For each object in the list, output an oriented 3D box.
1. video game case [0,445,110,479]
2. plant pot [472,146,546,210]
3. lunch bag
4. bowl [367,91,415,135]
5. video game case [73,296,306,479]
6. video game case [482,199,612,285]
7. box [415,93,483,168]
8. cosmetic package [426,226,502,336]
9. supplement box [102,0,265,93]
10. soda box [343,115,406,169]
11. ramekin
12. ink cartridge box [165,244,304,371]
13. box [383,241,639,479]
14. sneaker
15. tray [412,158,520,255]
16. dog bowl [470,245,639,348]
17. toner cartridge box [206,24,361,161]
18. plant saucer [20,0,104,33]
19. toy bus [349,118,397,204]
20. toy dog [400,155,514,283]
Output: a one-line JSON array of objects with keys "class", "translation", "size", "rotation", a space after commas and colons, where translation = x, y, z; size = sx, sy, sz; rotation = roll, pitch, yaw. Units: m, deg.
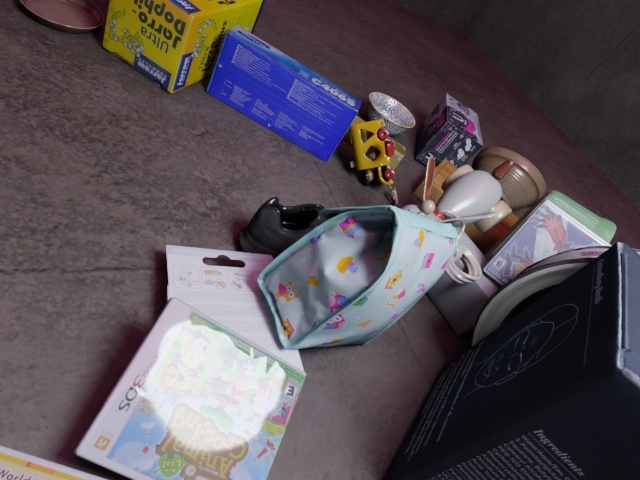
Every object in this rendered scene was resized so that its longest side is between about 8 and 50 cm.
[{"class": "video game case", "translation": [-0.328, 0.288, 0.375], "size": [0.227, 0.026, 0.206], "rotation": [25, 40, -11]}, {"class": "plant pot", "translation": [0.557, -0.167, 1.355], "size": [0.237, 0.237, 0.110], "rotation": [42, 79, 7]}, {"class": "lunch bag", "translation": [0.072, 0.045, 0.677], "size": [0.223, 0.262, 0.160], "rotation": [12, 42, -51]}, {"class": "bowl", "translation": [0.207, -0.386, 1.386], "size": [0.170, 0.080, 0.170], "rotation": [20, 42, -19]}, {"class": "video game case", "translation": [-0.138, 0.203, 0.529], "size": [0.212, 0.023, 0.193], "rotation": [35, 56, -16]}, {"class": "video game case", "translation": [0.457, 0.053, 0.845], "size": [0.201, 0.183, 0.023], "rotation": [40, 16, 13]}, {"class": "box", "translation": [0.417, -0.345, 1.428], "size": [0.142, 0.163, 0.247], "rotation": [30, 39, -10]}, {"class": "cosmetic package", "translation": [0.292, 0.072, 0.955], "size": [0.107, 0.127, 0.238], "rotation": [-13, 61, -41]}, {"class": "supplement box", "translation": [-0.320, -0.541, 1.072], "size": [0.194, 0.195, 0.356], "rotation": [34, 40, -2]}, {"class": "soda box", "translation": [0.155, -0.283, 1.264], "size": [0.181, 0.058, 0.061], "rotation": [30, 40, -6]}, {"class": "ramekin", "translation": [0.495, 0.029, 1.008], "size": [0.148, 0.303, 0.303], "rotation": [44, 40, 14]}, {"class": "ink cartridge box", "translation": [-0.141, 0.117, 0.665], "size": [0.189, 0.066, 0.232], "rotation": [7, 38, -30]}, {"class": "box", "translation": [0.319, 0.243, 0.591], "size": [0.212, 0.395, 0.293], "rotation": [43, 40, 10]}, {"class": "sneaker", "translation": [0.000, 0.000, 0.815], "size": [0.286, 0.130, 0.109], "rotation": [11, 43, -29]}, {"class": "tray", "translation": [0.474, -0.059, 1.257], "size": [0.411, 0.076, 0.203], "rotation": [42, 40, 6]}, {"class": "dog bowl", "translation": [0.482, 0.190, 0.740], "size": [0.408, 0.408, 0.150], "rotation": [44, 40, 10]}, {"class": "toner cartridge box", "translation": [-0.089, -0.355, 1.077], "size": [0.348, 0.165, 0.075], "rotation": [29, 39, -9]}, {"class": "plant saucer", "translation": [-0.587, -0.521, 0.992], "size": [0.168, 0.029, 0.168], "rotation": [20, 42, -19]}, {"class": "toy bus", "translation": [0.128, -0.212, 1.125], "size": [0.104, 0.191, 0.202], "rotation": [-10, 55, 4]}, {"class": "toy dog", "translation": [0.300, -0.088, 0.896], "size": [0.220, 0.161, 0.334], "rotation": [37, 41, 5]}]
